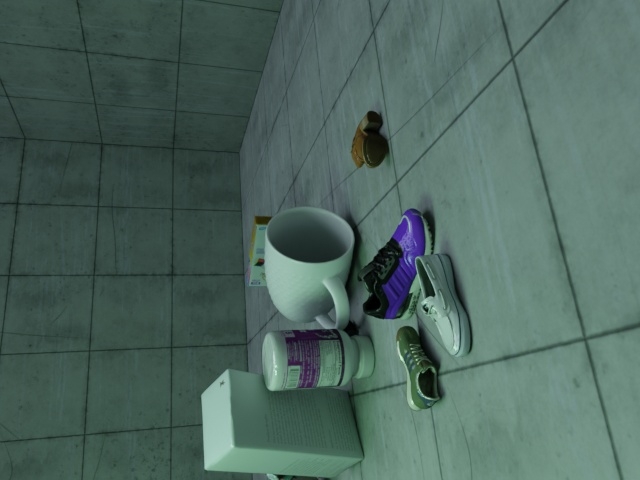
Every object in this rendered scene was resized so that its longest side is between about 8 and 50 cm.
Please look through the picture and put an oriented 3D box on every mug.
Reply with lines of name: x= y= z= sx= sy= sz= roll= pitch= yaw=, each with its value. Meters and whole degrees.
mug: x=-0.021 y=0.129 z=1.676 sx=0.374 sy=0.276 sz=0.328 roll=50 pitch=146 yaw=38

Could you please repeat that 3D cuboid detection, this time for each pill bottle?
pill bottle: x=-0.006 y=0.339 z=1.509 sx=0.169 sy=0.302 sz=0.169 roll=-178 pitch=90 yaw=-72

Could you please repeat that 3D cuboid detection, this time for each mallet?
mallet: x=0.088 y=0.350 z=1.667 sx=0.062 sy=0.039 sz=0.189 roll=-128 pitch=38 yaw=-69

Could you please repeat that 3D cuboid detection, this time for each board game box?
board game box: x=-0.169 y=0.052 z=2.160 sx=0.064 sy=0.242 sz=0.316 roll=-110 pitch=28 yaw=-52

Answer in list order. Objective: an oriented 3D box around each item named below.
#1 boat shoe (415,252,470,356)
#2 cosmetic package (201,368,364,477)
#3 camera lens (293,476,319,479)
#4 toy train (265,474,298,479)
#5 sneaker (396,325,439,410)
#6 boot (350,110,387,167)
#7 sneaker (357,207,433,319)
boat shoe: x=0.244 y=0.134 z=1.096 sx=0.083 sy=0.076 sz=0.226 roll=117 pitch=149 yaw=-55
cosmetic package: x=-0.109 y=0.550 z=1.547 sx=0.161 sy=0.453 sz=0.230 roll=-46 pitch=39 yaw=30
camera lens: x=-0.059 y=0.945 z=1.785 sx=0.274 sy=0.219 sz=0.219 roll=-166 pitch=78 yaw=-73
toy train: x=-0.091 y=0.696 z=1.832 sx=0.334 sy=0.142 sz=0.190 roll=-63 pitch=-29 yaw=-43
sneaker: x=0.227 y=0.281 z=1.180 sx=0.086 sy=0.064 sz=0.192 roll=138 pitch=131 yaw=-57
boot: x=0.131 y=-0.252 z=1.501 sx=0.152 sy=0.073 sz=0.197 roll=121 pitch=158 yaw=-56
sneaker: x=0.165 y=0.066 z=1.238 sx=0.102 sy=0.146 sz=0.293 roll=-123 pitch=37 yaw=-61
